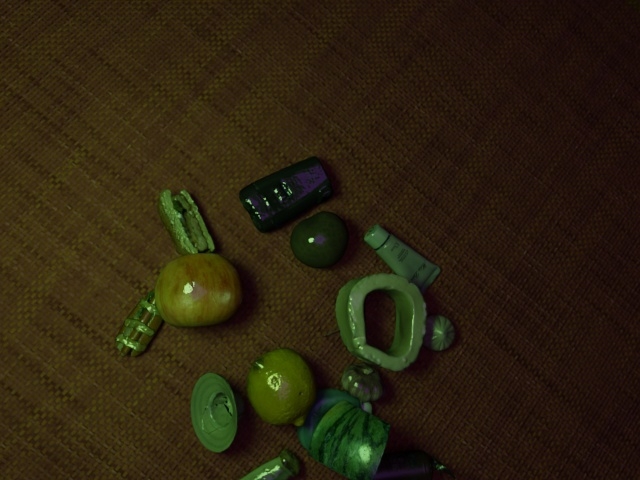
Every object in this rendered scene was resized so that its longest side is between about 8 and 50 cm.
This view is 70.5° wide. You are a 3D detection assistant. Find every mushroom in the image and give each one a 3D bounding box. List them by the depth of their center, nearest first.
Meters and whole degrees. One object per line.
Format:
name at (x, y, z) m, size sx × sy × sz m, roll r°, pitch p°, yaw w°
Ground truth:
mushroom at (-0.210, 0.814, 1.510) m, size 0.312 × 0.081 × 0.099 m, roll -31°, pitch 84°, yaw -7°

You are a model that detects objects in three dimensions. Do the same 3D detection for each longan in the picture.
longan at (0.000, 0.000, 1.604) m, size 0.198 × 0.198 × 0.212 m, roll 44°, pitch 71°, yaw 0°

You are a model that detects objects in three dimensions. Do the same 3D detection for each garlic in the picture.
garlic at (0.151, 0.490, 1.577) m, size 0.159 × 0.147 × 0.101 m, roll 29°, pitch 117°, yaw 23°

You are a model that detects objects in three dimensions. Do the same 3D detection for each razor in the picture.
razor at (-0.119, -0.171, 1.649) m, size 0.327 × 0.107 × 0.189 m, roll -28°, pitch 86°, yaw -12°

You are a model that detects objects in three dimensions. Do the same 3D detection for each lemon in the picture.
lemon at (-0.126, 0.486, 1.490) m, size 0.229 × 0.228 × 0.253 m, roll -19°, pitch 88°, yaw -10°

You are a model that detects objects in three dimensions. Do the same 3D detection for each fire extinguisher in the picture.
fire extinguisher at (0.276, 0.795, 1.552) m, size 0.338 × 0.135 × 0.114 m, roll -4°, pitch 107°, yaw -9°

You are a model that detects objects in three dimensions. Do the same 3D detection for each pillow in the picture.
pillow at (0.029, 0.630, 1.561) m, size 0.214 × 0.086 × 0.233 m, roll 8°, pitch 81°, yaw -2°

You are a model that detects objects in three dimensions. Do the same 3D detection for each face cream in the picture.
face cream at (0.300, 0.066, 1.696) m, size 0.314 × 0.089 × 0.143 m, roll 41°, pitch 79°, yaw -12°

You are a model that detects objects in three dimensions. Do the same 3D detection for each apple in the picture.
apple at (-0.397, 0.163, 1.483) m, size 0.287 × 0.286 × 0.232 m, roll -5°, pitch 83°, yaw -9°

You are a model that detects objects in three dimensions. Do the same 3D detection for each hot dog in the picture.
hot dog at (-0.598, 0.271, 1.537) m, size 0.109 × 0.072 × 0.269 m, roll 30°, pitch 80°, yaw -5°

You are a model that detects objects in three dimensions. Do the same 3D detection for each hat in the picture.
hat at (-0.316, 0.558, 1.508) m, size 0.110 × 0.252 × 0.251 m, roll 7°, pitch 78°, yaw -50°

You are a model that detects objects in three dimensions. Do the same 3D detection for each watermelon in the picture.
watermelon at (0.125, 0.663, 1.458) m, size 0.201 × 0.262 × 0.212 m, roll 41°, pitch 70°, yaw -38°

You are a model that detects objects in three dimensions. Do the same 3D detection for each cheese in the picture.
cheese at (0.210, 0.287, 1.595) m, size 0.293 × 0.153 × 0.331 m, roll 2°, pitch 79°, yaw -16°

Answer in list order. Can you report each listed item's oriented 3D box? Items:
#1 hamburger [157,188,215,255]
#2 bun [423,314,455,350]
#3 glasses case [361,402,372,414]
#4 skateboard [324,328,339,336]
hamburger at (-0.484, -0.050, 1.570) m, size 0.124 × 0.131 × 0.261 m, roll -17°, pitch 77°, yaw -45°
bun at (0.436, 0.339, 1.662) m, size 0.139 × 0.094 × 0.138 m, roll 2°, pitch 82°, yaw -11°
glasses case at (0.146, 0.649, 1.599) m, size 0.063 × 0.041 × 0.164 m, roll 6°, pitch 81°, yaw -1°
skateboard at (0.045, 0.315, 1.644) m, size 0.083 × 0.032 × 0.063 m, roll -23°, pitch 76°, yaw -13°
